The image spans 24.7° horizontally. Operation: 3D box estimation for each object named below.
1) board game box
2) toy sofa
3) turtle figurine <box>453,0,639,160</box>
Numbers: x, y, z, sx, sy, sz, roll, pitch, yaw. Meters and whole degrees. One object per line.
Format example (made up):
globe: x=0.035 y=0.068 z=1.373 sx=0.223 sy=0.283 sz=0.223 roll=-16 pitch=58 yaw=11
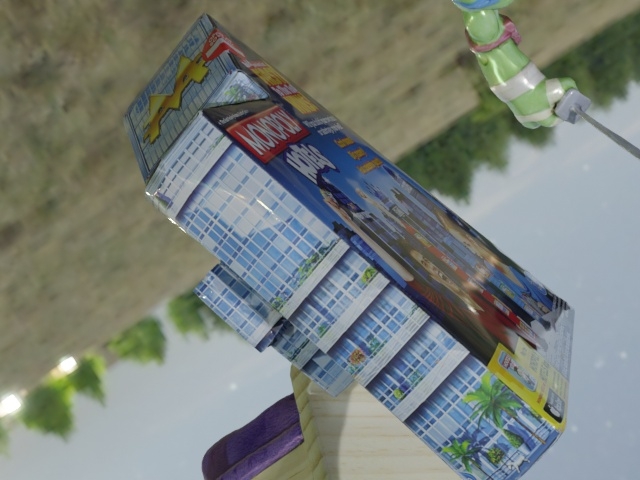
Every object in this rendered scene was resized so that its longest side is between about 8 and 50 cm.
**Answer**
board game box: x=0.000 y=0.000 z=0.530 sx=0.060 sy=0.194 sz=0.194 roll=-50 pitch=176 yaw=13
toy sofa: x=-0.041 y=0.182 z=1.111 sx=0.150 sy=0.177 sz=0.362 roll=4 pitch=151 yaw=-35
turtle figurine: x=0.185 y=-0.174 z=0.931 sx=0.274 sy=0.198 sz=0.266 roll=3 pitch=-151 yaw=17
